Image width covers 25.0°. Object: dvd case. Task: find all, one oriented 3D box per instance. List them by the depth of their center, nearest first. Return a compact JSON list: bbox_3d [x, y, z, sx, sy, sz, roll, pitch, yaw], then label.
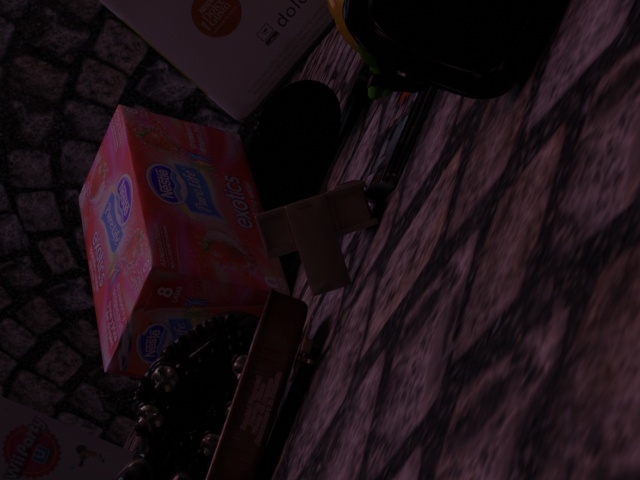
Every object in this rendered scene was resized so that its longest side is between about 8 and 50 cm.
[{"bbox_3d":[0.064,-0.089,1.084,0.087,0.013,0.119,144,151,-79],"label":"dvd case"}]

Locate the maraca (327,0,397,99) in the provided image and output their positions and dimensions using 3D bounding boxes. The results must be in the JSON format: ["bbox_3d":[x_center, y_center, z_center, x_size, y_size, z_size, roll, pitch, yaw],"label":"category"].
[{"bbox_3d":[0.057,-0.202,1.220,0.127,0.099,0.186,-60,-23,-30],"label":"maraca"}]

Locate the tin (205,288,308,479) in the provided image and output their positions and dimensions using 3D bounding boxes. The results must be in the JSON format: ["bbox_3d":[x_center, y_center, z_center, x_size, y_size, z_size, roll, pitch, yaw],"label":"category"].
[{"bbox_3d":[-0.052,0.128,1.066,0.106,0.040,0.190,100,-172,-73],"label":"tin"}]

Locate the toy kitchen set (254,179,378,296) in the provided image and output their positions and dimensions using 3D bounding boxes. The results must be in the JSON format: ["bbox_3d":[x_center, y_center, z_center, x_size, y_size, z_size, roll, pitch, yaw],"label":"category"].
[{"bbox_3d":[0.000,0.000,1.065,0.075,0.083,0.068,-143,36,-84],"label":"toy kitchen set"}]

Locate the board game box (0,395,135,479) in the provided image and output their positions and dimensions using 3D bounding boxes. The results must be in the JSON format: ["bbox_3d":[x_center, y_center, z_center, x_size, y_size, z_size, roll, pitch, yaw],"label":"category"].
[{"bbox_3d":[-0.310,0.276,1.548,0.224,0.303,0.098,121,171,-52],"label":"board game box"}]

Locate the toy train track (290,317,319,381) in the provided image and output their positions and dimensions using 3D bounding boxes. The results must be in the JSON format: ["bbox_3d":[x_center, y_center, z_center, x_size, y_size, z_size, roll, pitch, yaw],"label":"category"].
[{"bbox_3d":[-0.010,0.085,1.058,0.083,0.014,0.048,112,175,-75],"label":"toy train track"}]

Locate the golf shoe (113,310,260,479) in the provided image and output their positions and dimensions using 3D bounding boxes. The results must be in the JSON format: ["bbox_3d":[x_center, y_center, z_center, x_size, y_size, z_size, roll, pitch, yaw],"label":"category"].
[{"bbox_3d":[-0.111,0.153,1.265,0.273,0.105,0.120,-62,0,31],"label":"golf shoe"}]

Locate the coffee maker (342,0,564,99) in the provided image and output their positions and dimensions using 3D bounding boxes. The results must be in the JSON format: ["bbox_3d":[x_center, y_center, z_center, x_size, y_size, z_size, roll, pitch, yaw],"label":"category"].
[{"bbox_3d":[0.076,-0.142,0.812,0.178,0.120,0.171,-77,-11,-68],"label":"coffee maker"}]

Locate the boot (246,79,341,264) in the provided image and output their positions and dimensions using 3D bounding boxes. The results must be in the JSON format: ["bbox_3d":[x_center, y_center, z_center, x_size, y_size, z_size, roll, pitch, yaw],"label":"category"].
[{"bbox_3d":[-0.052,-0.086,1.704,0.207,0.094,0.247,-103,32,-74],"label":"boot"}]

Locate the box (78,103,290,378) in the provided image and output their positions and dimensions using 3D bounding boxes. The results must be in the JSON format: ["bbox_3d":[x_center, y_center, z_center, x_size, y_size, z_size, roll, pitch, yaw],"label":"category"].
[{"bbox_3d":[-0.152,0.004,1.516,0.142,0.154,0.300,-63,27,29],"label":"box"}]

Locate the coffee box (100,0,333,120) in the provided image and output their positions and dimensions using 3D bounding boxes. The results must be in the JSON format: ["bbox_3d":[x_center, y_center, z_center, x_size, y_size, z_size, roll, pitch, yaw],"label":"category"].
[{"bbox_3d":[-0.094,-0.366,1.579,0.338,0.334,0.338,-48,4,5],"label":"coffee box"}]
